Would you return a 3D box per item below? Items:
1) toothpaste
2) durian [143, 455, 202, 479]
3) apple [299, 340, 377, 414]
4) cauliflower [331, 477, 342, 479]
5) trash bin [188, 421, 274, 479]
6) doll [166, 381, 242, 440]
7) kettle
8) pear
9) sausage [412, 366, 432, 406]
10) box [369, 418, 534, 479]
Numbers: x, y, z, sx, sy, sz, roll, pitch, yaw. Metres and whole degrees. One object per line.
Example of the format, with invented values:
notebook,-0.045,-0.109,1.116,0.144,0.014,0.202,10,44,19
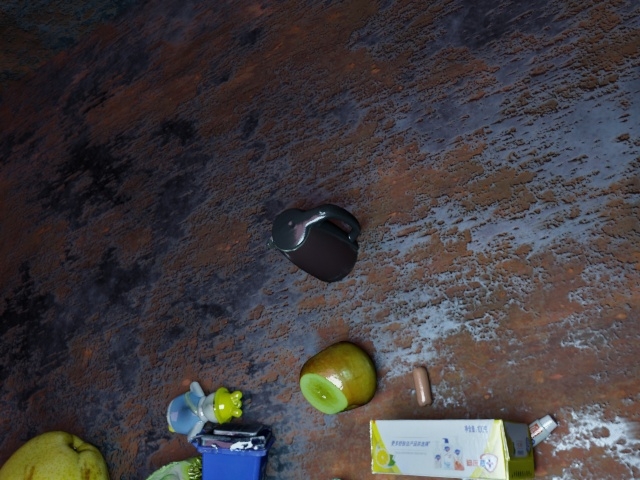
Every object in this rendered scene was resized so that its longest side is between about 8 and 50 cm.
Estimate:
toothpaste,0.365,0.413,0.963,0.218,0.033,0.052,-44,60,14
durian,-0.424,0.633,1.224,0.355,0.170,0.157,-33,32,3
apple,0.044,0.308,1.100,0.147,0.163,0.146,59,147,19
cauliflower,0.016,0.601,0.954,0.257,0.238,0.316,57,147,29
trash bin,-0.208,0.552,1.144,0.183,0.162,0.235,2,81,5
doll,-0.306,0.442,1.288,0.240,0.099,0.135,-17,26,22
kettle,0.000,0.000,1.191,0.201,0.232,0.144,-22,64,21
pear,-0.719,0.685,1.324,0.314,0.314,0.315,-10,68,26
sausage,0.220,0.316,1.074,0.034,0.034,0.084,-17,65,23
box,0.245,0.393,0.938,0.264,0.168,0.097,-15,62,35
